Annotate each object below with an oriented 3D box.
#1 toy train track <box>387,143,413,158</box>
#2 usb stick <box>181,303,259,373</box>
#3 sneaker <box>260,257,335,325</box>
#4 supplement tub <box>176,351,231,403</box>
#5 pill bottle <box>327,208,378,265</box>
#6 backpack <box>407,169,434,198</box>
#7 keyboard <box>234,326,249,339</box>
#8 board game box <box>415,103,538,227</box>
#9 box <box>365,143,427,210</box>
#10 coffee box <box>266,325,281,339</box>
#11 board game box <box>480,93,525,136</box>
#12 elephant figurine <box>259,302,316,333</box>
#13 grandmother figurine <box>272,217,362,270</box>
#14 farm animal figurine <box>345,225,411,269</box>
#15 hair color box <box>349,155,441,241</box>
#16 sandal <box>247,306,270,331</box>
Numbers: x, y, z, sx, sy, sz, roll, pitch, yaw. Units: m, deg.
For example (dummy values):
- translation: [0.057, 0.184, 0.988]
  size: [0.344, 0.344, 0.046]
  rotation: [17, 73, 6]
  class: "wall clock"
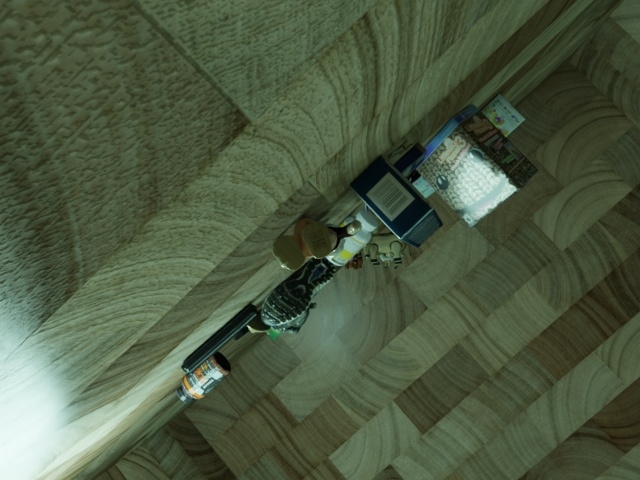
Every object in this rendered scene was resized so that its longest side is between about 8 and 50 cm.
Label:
- translation: [0.191, -0.218, 1.174]
  size: [0.083, 0.014, 0.048]
  rotation: [-32, 176, -29]
  class: "toy train track"
- translation: [-0.298, 0.294, 1.465]
  size: [0.278, 0.045, 0.077]
  rotation: [-41, 180, -10]
  class: "usb stick"
- translation: [-0.081, 0.194, 1.722]
  size: [0.330, 0.130, 0.147]
  rotation: [-38, 170, -32]
  class: "sneaker"
- translation: [-0.426, 0.499, 1.765]
  size: [0.198, 0.106, 0.106]
  rotation: [-43, 173, 4]
  class: "supplement tub"
- translation: [0.094, -0.012, 1.531]
  size: [0.184, 0.103, 0.103]
  rotation: [-46, 172, 29]
  class: "pill bottle"
- translation: [0.418, -0.244, 1.874]
  size: [0.152, 0.115, 0.182]
  rotation: [-41, 176, -32]
  class: "backpack"
- translation: [-0.278, 0.353, 2.041]
  size: [0.108, 0.023, 0.180]
  rotation: [-48, 172, 38]
  class: "keyboard"
- translation: [0.478, -0.230, 1.537]
  size: [0.141, 0.291, 0.232]
  rotation: [-35, 170, -38]
  class: "board game box"
- translation: [0.205, -0.177, 1.402]
  size: [0.225, 0.036, 0.136]
  rotation: [-42, 173, 1]
  class: "box"
- translation: [-0.196, 0.357, 2.165]
  size: [0.040, 0.113, 0.184]
  rotation: [-39, 172, -48]
  class: "coffee box"
- translation: [0.645, -0.421, 1.935]
  size: [0.275, 0.144, 0.142]
  rotation: [-43, 174, 14]
  class: "board game box"
- translation: [-0.133, 0.281, 1.945]
  size: [0.239, 0.169, 0.186]
  rotation: [76, 32, -65]
  class: "elephant figurine"
- translation: [0.000, 0.000, 1.137]
  size: [0.207, 0.104, 0.342]
  rotation: [-15, 180, 8]
  class: "grandmother figurine"
- translation: [0.218, 0.011, 2.054]
  size: [0.326, 0.173, 0.330]
  rotation: [0, 167, -4]
  class: "farm animal figurine"
- translation: [0.203, -0.084, 1.223]
  size: [0.105, 0.174, 0.347]
  rotation: [-44, 166, 9]
  class: "hair color box"
- translation: [-0.218, 0.293, 1.730]
  size: [0.079, 0.088, 0.240]
  rotation: [-51, 176, 19]
  class: "sandal"
